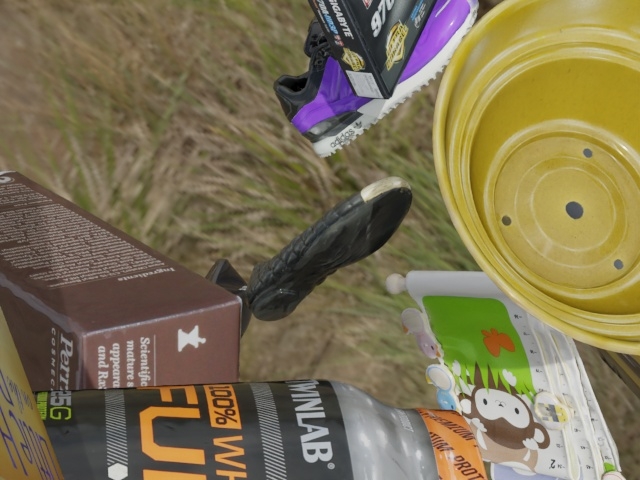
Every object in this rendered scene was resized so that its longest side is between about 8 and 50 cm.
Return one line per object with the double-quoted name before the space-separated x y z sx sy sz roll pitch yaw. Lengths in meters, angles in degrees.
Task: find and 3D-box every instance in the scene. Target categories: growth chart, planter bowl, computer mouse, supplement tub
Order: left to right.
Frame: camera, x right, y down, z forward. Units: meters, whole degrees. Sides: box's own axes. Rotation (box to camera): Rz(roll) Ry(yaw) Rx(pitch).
"supplement tub" -0.075 0.174 0.789 0.316 0.193 0.193 -2 69 -10
"computer mouse" -0.122 0.119 1.422 0.060 0.262 0.184 31 95 -7
"growth chart" 0.146 0.121 1.085 0.172 0.021 0.237 -13 107 50
"planter bowl" 0.155 -0.030 0.808 0.217 0.090 0.217 4 70 -10

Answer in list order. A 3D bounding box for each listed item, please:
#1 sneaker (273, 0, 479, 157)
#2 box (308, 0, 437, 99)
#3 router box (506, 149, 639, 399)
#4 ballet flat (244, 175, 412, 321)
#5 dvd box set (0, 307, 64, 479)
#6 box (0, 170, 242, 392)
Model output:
"sneaker" 0.056 -0.235 1.798 0.293 0.102 0.146 -38 104 26
"box" 0.070 -0.296 1.630 0.051 0.175 0.220 8 57 30
"router box" 0.285 0.044 1.328 0.081 0.243 0.309 -35 50 -6
"ballet flat" 0.000 0.000 1.063 0.173 0.057 0.049 -38 48 34
"dvd box set" -0.196 -0.084 0.482 0.062 0.307 0.420 -23 75 -5
"box" -0.219 0.086 1.163 0.381 0.143 0.191 24 118 48
